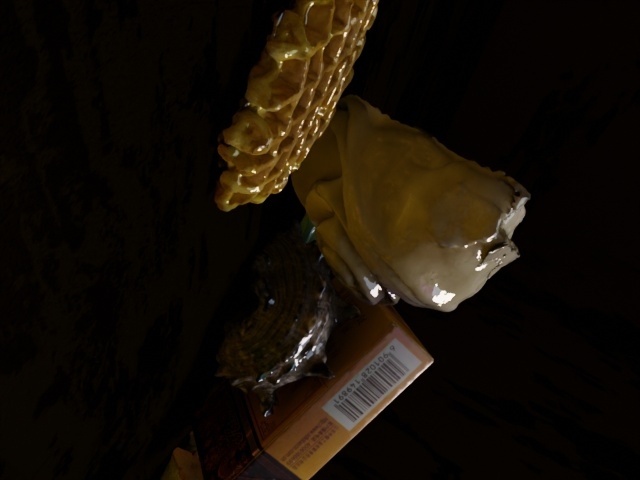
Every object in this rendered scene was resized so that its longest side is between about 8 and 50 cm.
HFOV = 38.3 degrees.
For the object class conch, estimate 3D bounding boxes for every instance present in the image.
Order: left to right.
[{"bbox_3d":[-0.058,0.124,1.484,0.241,0.186,0.312,180,-73,-71],"label":"conch"}]

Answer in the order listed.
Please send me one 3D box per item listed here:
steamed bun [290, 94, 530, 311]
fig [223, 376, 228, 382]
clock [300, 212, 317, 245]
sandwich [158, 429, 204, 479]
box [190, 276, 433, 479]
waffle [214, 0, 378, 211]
[{"bbox_3d":[0.101,-0.028,1.288,0.237,0.347,0.394,-60,-151,1],"label":"steamed bun"},{"bbox_3d":[-0.119,0.251,1.761,0.128,0.129,0.150,109,-2,-57],"label":"fig"},{"bbox_3d":[-0.004,-0.011,1.715,0.211,0.066,0.159,-53,169,-44],"label":"clock"},{"bbox_3d":[-0.238,0.457,1.699,0.122,0.128,0.236,-59,173,20],"label":"sandwich"},{"bbox_3d":[-0.031,0.256,1.557,0.415,0.116,0.264,-45,-155,4],"label":"box"},{"bbox_3d":[-0.015,-0.178,0.999,0.329,0.062,0.329,-58,172,-13],"label":"waffle"}]
